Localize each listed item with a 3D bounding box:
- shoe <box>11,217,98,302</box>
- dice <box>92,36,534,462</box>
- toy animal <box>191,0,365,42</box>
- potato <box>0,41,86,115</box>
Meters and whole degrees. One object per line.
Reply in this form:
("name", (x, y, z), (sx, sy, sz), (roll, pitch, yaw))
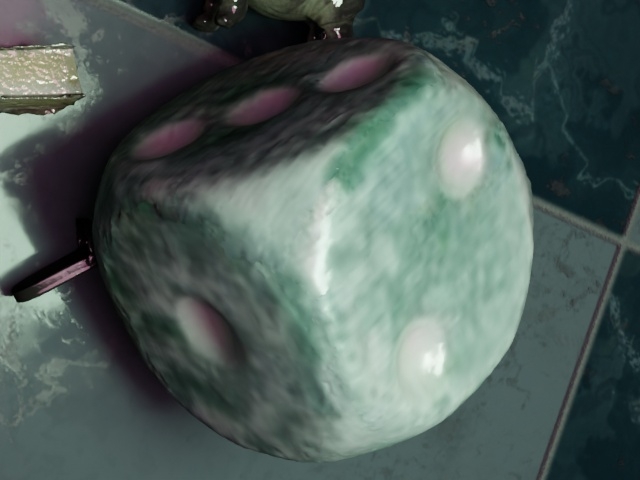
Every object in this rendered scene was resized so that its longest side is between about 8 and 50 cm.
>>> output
("shoe", (-0.253, 0.003, 1.567), (0.179, 0.071, 0.049), (-29, 105, -18))
("dice", (0.000, 0.000, 1.515), (0.348, 0.328, 0.330), (-41, 123, -36))
("toy animal", (-0.097, -0.313, 1.593), (0.343, 0.106, 0.168), (32, 81, -24))
("potato", (-0.310, -0.164, 1.509), (0.122, 0.086, 0.061), (-5, 85, -26))
